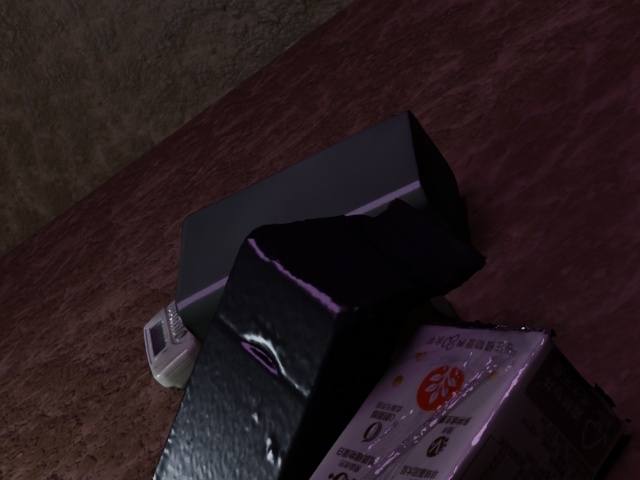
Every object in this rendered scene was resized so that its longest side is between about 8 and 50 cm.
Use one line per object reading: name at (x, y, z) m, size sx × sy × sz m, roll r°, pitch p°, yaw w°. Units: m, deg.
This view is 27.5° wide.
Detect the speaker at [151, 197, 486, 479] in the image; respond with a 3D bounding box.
speaker at (-0.009, 0.153, 1.298) m, size 0.180 × 0.184 × 0.388 m, roll 38°, pitch 114°, yaw 39°

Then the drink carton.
drink carton at (0.088, 0.231, 1.104) m, size 0.324 × 0.132 × 0.194 m, roll -51°, pitch 22°, yaw -21°

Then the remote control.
remote control at (-0.218, 0.155, 1.976) m, size 0.090 × 0.049 × 0.230 m, roll -42°, pitch 20°, yaw 4°

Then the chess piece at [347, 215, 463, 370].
chess piece at (-0.015, 0.148, 1.458) m, size 0.330 × 0.182 × 0.182 m, roll -47°, pitch 19°, yaw 6°

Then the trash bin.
trash bin at (0.000, 0.000, 1.644) m, size 0.343 × 0.158 × 0.223 m, roll -29°, pitch 32°, yaw 19°
